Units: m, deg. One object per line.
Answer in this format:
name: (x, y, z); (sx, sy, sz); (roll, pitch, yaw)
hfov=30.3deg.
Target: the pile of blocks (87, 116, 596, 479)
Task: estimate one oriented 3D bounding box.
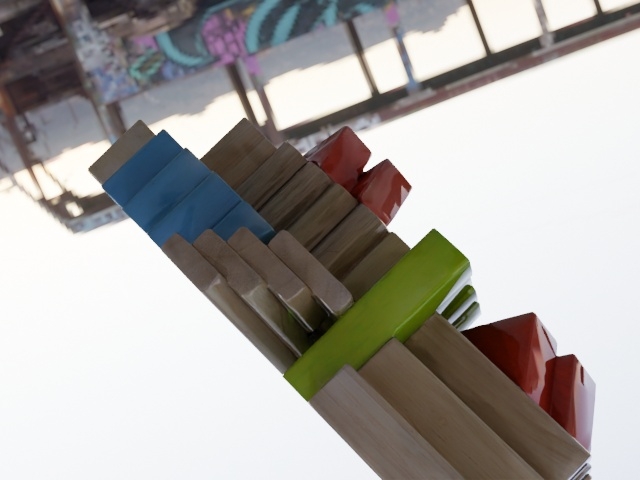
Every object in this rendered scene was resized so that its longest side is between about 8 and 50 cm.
pile of blocks: (0.000, 0.000, 0.542); (0.112, 0.149, 0.362); (-44, -135, -6)
